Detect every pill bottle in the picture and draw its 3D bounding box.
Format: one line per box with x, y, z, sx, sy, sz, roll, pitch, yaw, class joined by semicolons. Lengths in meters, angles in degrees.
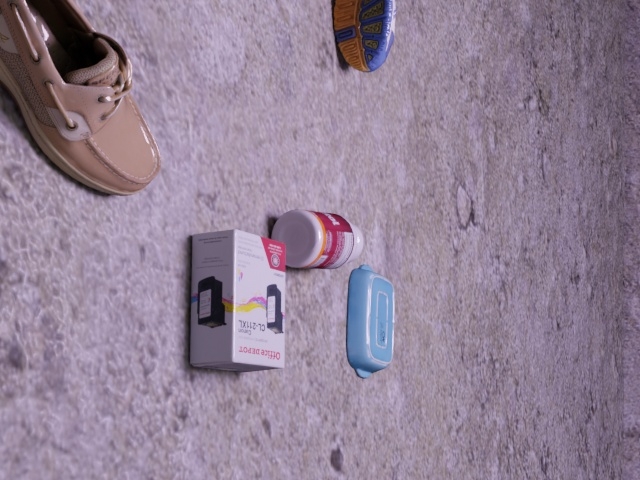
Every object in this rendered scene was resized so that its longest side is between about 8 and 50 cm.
0.000;0.000;1.720;0.152;0.086;0.086;5;80;-60;pill bottle

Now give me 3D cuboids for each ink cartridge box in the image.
-0.107;0.083;1.534;0.127;0.072;0.175;17;69;-58;ink cartridge box

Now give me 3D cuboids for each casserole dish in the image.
0.086;0.131;1.891;0.114;0.037;0.188;24;65;-55;casserole dish

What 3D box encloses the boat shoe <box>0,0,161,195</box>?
-0.268;-0.172;1.272;0.341;0.110;0.121;51;43;-42;boat shoe

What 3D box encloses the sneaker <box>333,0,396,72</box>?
0.094;-0.422;1.935;0.131;0.112;0.296;10;77;-59;sneaker
